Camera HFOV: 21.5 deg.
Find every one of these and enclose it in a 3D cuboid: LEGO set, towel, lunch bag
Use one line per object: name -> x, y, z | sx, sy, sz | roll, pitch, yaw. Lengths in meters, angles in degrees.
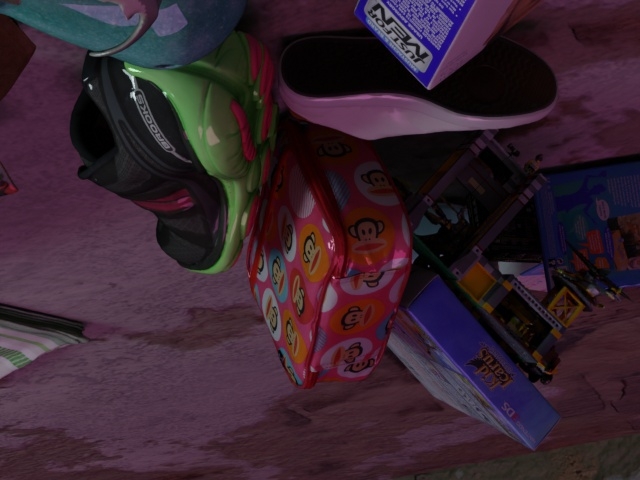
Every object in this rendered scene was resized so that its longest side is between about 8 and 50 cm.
LEGO set -> 0.209, -0.006, 2.033 | 0.192, 0.331, 0.255 | -47, -177, -11
towel -> -0.538, 0.166, 2.523 | 0.325, 0.038, 0.248 | -22, 153, 36
lunch bag -> 0.000, 0.000, 1.958 | 0.120, 0.258, 0.293 | -8, 140, -20

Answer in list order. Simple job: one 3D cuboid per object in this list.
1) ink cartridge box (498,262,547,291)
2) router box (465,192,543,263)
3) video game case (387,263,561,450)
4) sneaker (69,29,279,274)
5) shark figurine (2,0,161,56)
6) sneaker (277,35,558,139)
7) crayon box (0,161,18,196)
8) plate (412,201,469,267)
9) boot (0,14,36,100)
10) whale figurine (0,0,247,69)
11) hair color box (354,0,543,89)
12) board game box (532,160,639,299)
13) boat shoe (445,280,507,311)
ink cartridge box -> 0.324, 0.014, 2.306 | 0.143, 0.089, 0.092 | 8, 155, -33
router box -> 0.254, -0.020, 2.194 | 0.123, 0.092, 0.038 | 3, 158, -22
video game case -> 0.142, 0.122, 2.077 | 0.269, 0.061, 0.244 | 48, 169, -27
sneaker -> -0.156, -0.108, 1.789 | 0.202, 0.185, 0.483 | 15, 158, 4
shark figurine -> -0.174, -0.219, 1.166 | 0.166, 0.116, 0.278 | -2, 166, 44
sneaker -> 0.101, -0.160, 1.780 | 0.290, 0.105, 0.123 | 5, 162, 1
crayon box -> -0.499, -0.049, 1.742 | 0.319, 0.081, 0.202 | -20, 130, 8
plate -> 0.126, -0.004, 2.258 | 0.188, 0.024, 0.188 | -8, 147, -5
boot -> -0.377, -0.214, 1.531 | 0.115, 0.112, 0.305 | -42, 147, 7
whale figurine -> -0.187, -0.208, 1.424 | 0.272, 0.141, 0.216 | -11, 180, -26
hair color box -> 0.157, -0.277, 1.352 | 0.185, 0.110, 0.339 | -39, 172, -22
board game box -> 0.381, -0.017, 2.139 | 0.210, 0.160, 0.047 | -8, 171, 6
boat shoe -> 0.109, 0.082, 2.399 | 0.342, 0.123, 0.123 | 9, 163, -27
